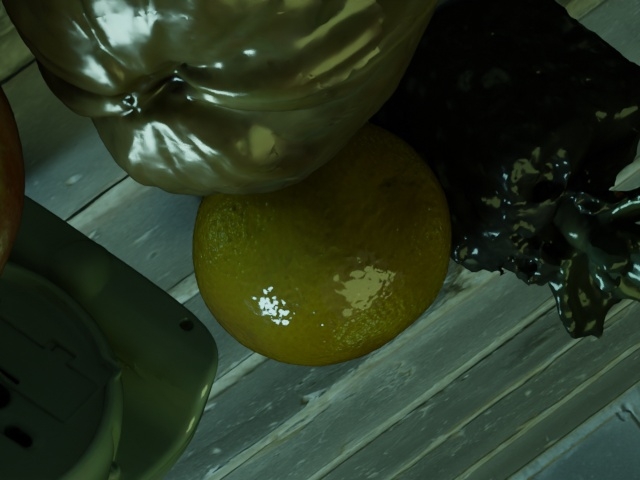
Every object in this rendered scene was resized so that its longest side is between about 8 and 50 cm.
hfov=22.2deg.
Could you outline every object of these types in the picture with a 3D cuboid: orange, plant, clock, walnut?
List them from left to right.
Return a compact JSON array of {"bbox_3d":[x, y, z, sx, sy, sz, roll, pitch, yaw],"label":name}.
[{"bbox_3d":[-0.249,0.119,1.127,0.324,0.265,0.108,-49,168,-41],"label":"clock"},{"bbox_3d":[-0.049,-0.181,0.941,0.285,0.285,0.296,-37,137,0],"label":"walnut"},{"bbox_3d":[0.000,0.000,1.410,0.236,0.236,0.236,-30,156,-15],"label":"orange"},{"bbox_3d":[0.202,-0.060,1.463,0.213,0.312,0.215,-22,156,-24],"label":"plant"}]

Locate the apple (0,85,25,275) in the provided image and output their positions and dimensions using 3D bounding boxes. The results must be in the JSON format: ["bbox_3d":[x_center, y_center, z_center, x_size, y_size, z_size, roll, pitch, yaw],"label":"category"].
[{"bbox_3d":[-0.301,-0.034,0.921,0.254,0.253,0.253,-30,156,-15],"label":"apple"}]
